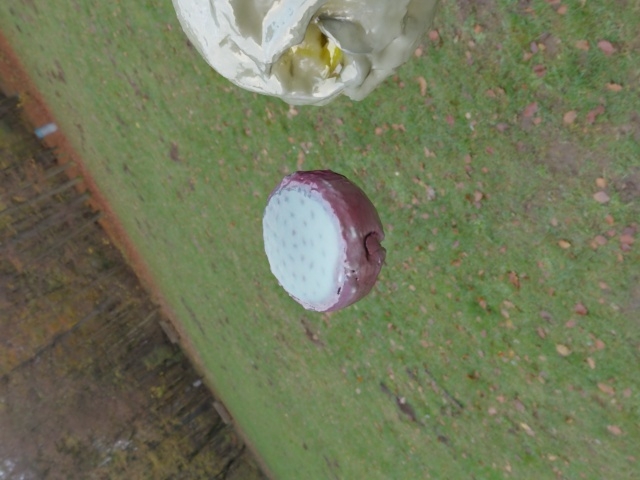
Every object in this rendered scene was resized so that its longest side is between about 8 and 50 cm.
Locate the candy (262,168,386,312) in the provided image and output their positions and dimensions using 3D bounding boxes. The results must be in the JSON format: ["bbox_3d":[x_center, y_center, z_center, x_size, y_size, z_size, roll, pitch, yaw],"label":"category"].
[{"bbox_3d":[0.000,0.000,0.383,0.103,0.043,0.103,19,116,45],"label":"candy"}]

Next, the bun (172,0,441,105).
[{"bbox_3d":[-0.008,-0.309,0.628,0.365,0.364,0.220,86,173,-55],"label":"bun"}]
